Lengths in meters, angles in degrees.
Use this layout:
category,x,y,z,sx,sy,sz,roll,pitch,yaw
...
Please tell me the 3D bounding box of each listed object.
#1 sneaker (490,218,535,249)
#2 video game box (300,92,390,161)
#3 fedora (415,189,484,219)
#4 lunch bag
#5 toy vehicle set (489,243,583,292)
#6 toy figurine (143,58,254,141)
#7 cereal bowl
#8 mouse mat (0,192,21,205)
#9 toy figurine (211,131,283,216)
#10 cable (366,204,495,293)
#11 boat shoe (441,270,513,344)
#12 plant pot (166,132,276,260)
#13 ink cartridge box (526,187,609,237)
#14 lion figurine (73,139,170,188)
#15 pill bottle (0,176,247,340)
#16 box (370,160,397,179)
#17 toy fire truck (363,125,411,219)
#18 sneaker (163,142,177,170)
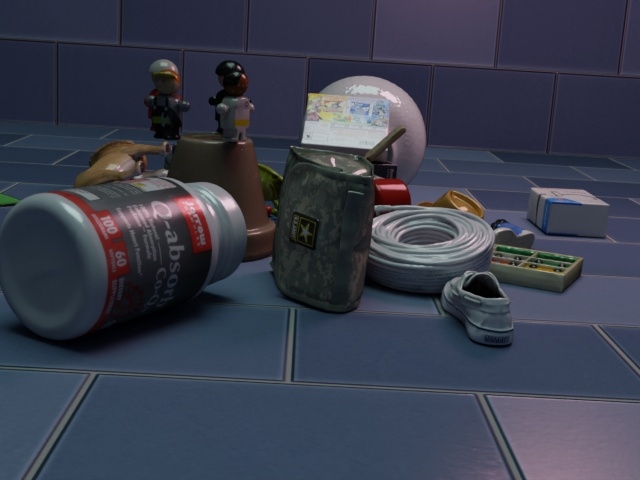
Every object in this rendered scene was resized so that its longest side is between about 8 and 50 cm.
category,x,y,z,sx,sy,sz,roll,pitch,yaw
sneaker,0.395,-0.011,2.061,0.152,0.058,0.084,-3,20,-45
video game box,0.062,-0.272,2.254,0.205,0.048,0.187,5,51,3
fedora,0.300,-0.054,2.065,0.194,0.079,0.194,20,24,-9
lunch bag,0.009,-0.026,1.626,0.169,0.235,0.287,7,11,-11
toy vehicle set,0.368,0.046,1.859,0.266,0.035,0.166,10,14,25
toy figurine,-0.236,-0.277,1.830,0.213,0.148,0.209,1,13,-10
cereal bowl,0.109,-0.242,2.419,0.339,0.339,0.141,3,25,0
mouse mat,-0.812,-0.098,2.241,0.189,0.007,0.152,14,16,42
toy figurine,-0.234,-0.090,2.192,0.217,0.191,0.362,-35,37,-20
cable,0.194,0.016,1.753,0.257,0.089,0.257,-1,25,3
boat shoe,0.260,0.090,1.523,0.095,0.084,0.258,1,13,-10
plant pot,-0.218,-0.095,1.892,0.263,0.229,0.263,2,12,-1
ink cartridge box,0.610,-0.072,2.333,0.148,0.086,0.203,3,14,-3
lion figurine,-0.510,-0.155,2.288,0.240,0.142,0.392,-1,16,13
pill bottle,-0.287,0.012,1.437,0.210,0.210,0.363,11,15,31
box,0.066,-0.117,2.229,0.207,0.153,0.108,-3,15,-24
toy fire truck,0.131,-0.124,2.065,0.158,0.246,0.217,-4,14,-27
sneaker,-0.326,-0.193,2.524,0.300,0.121,0.111,14,17,38
